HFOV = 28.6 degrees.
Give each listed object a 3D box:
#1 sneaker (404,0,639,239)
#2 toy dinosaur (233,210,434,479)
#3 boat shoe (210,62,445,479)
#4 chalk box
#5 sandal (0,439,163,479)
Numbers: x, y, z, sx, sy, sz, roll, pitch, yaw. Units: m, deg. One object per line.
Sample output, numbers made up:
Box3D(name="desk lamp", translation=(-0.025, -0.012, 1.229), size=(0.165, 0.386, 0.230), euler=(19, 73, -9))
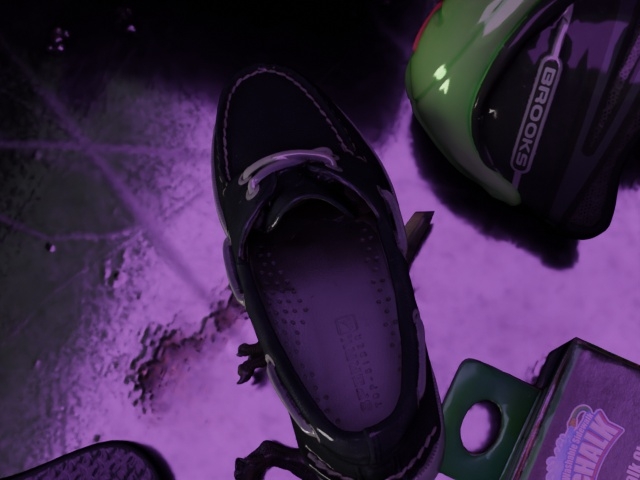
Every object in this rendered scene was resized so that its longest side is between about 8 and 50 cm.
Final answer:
Box3D(name="sneaker", translation=(0.280, -0.177, 0.746), size=(0.483, 0.185, 0.202), euler=(-36, 93, 5))
Box3D(name="toy dinosaur", translation=(0.007, 0.112, 0.765), size=(0.118, 0.064, 0.268), euler=(2, 77, 2))
Box3D(name="boat shoe", translation=(0.000, 0.000, 0.722), size=(0.114, 0.091, 0.302), euler=(-22, 59, -2))
Box3D(name="chalk box", translation=(0.165, 0.139, 0.709), size=(0.213, 0.132, 0.132), euler=(24, 85, 9))
Box3D(name="sandal", translation=(-0.221, 0.188, 0.778), size=(0.254, 0.054, 0.097), euler=(-9, 88, -7))
